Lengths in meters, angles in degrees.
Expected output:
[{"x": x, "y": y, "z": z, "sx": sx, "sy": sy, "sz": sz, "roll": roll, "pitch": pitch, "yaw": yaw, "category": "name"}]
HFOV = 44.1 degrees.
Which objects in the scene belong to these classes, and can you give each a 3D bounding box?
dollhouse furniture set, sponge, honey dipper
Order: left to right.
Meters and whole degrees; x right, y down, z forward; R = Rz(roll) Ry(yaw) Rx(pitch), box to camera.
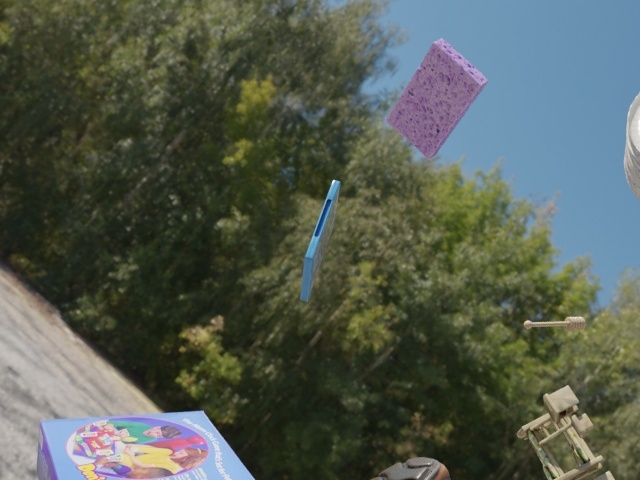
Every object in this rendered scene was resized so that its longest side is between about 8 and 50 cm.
[{"x": 0.208, "y": -0.254, "z": 1.446, "sx": 0.117, "sy": 0.031, "sz": 0.210, "roll": 46, "pitch": -39, "yaw": 11, "category": "sponge"}, {"x": 0.510, "y": 0.184, "z": 1.728, "sx": 0.160, "sy": 0.030, "sz": 0.030, "roll": 1, "pitch": 8, "yaw": -27, "category": "honey dipper"}, {"x": 0.413, "y": 0.361, "z": 1.306, "sx": 0.182, "sy": 0.101, "sz": 0.161, "roll": 63, "pitch": 0, "yaw": 34, "category": "dollhouse furniture set"}]

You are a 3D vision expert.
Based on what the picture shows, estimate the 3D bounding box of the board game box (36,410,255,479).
[{"x": -0.207, "y": 0.320, "z": 0.976, "sx": 0.233, "sy": 0.078, "sz": 0.347, "roll": 2, "pitch": 11, "yaw": -26, "category": "board game box"}]

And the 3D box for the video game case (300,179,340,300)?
[{"x": 0.000, "y": 0.000, "z": 1.283, "sx": 0.015, "sy": 0.166, "sz": 0.119, "roll": 16, "pitch": -37, "yaw": 6, "category": "video game case"}]

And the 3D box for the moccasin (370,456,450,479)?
[{"x": 0.070, "y": 0.464, "z": 1.073, "sx": 0.147, "sy": 0.380, "sz": 0.139, "roll": 47, "pitch": -34, "yaw": -15, "category": "moccasin"}]

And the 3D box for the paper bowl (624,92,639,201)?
[{"x": 0.559, "y": -0.147, "z": 1.053, "sx": 0.284, "sy": 0.284, "sz": 0.148, "roll": 32, "pitch": -26, "yaw": 37, "category": "paper bowl"}]
